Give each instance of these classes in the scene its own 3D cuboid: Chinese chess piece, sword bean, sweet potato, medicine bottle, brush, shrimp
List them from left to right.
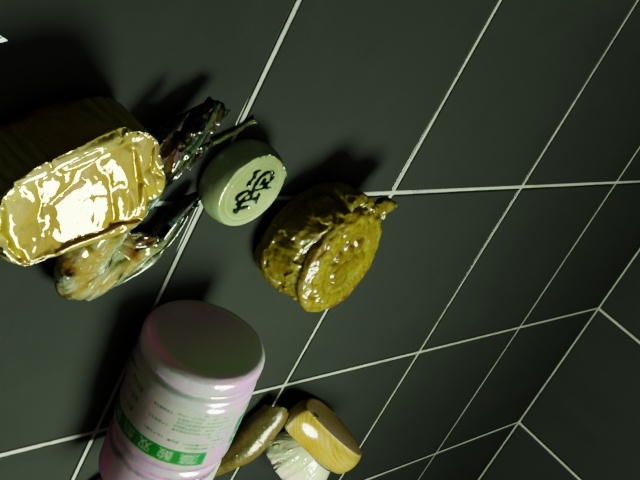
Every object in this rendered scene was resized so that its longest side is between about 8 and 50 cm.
[{"bbox_3d":[-0.246,-0.051,1.554,0.365,0.071,0.233,-49,160,4],"label":"shrimp"},{"bbox_3d":[-0.240,0.283,1.817,0.212,0.212,0.325,-13,138,-45],"label":"medicine bottle"},{"bbox_3d":[-0.130,-0.163,1.612,0.083,0.012,0.012,-32,148,-26],"label":"sword bean"},{"bbox_3d":[-0.120,-0.089,1.666,0.144,0.058,0.144,-33,148,-24],"label":"Chinese chess piece"},{"bbox_3d":[-0.160,0.429,2.244,0.243,0.077,0.077,-45,151,3],"label":"sweet potato"},{"bbox_3d":[-0.037,0.446,2.340,0.166,0.174,0.267,-38,145,3],"label":"brush"}]

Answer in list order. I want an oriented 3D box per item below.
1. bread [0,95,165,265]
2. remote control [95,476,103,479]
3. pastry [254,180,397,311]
[{"bbox_3d":[-0.322,-0.079,1.338,0.250,0.133,0.179,-30,146,-29],"label":"bread"},{"bbox_3d":[-0.336,0.426,2.032,0.266,0.066,0.090,-37,163,-24],"label":"remote control"},{"bbox_3d":[0.000,0.000,1.883,0.240,0.132,0.235,0,118,-61],"label":"pastry"}]
